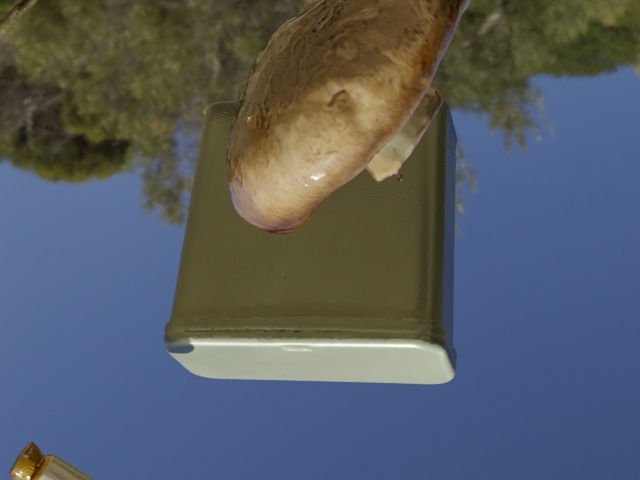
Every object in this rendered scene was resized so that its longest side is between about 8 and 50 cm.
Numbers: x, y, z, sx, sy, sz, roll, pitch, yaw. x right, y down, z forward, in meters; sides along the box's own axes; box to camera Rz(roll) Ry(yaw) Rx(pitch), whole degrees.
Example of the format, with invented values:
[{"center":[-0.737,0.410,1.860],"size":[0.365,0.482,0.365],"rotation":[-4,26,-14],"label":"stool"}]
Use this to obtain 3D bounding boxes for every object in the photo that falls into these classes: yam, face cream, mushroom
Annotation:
[{"center":[-0.305,-0.196,1.209],"size":[0.107,0.014,0.014],"rotation":[-49,-150,-15],"label":"yam"},{"center":[-0.272,0.299,1.481],"size":[0.051,0.182,0.072],"rotation":[-58,-173,-14],"label":"face cream"},{"center":[0.021,-0.120,1.020],"size":[0.278,0.146,0.278],"rotation":[-53,-175,7],"label":"mushroom"}]

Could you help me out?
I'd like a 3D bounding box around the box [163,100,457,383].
[{"center":[0.000,0.000,1.659],"size":[0.352,0.177,0.344],"rotation":[-1,-114,13],"label":"box"}]
